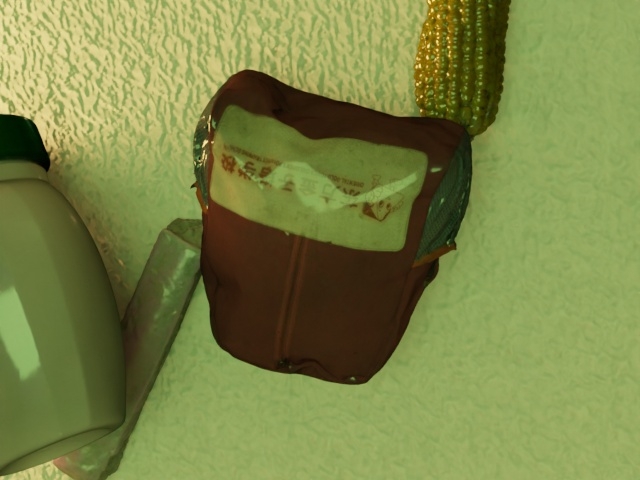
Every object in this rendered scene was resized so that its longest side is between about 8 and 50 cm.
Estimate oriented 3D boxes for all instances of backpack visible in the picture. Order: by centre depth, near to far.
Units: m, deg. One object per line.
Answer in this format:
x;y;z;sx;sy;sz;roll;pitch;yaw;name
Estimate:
0.000;0.000;1.311;0.283;0.197;0.317;16;118;11;backpack

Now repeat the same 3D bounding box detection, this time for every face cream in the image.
-0.349;0.063;1.353;0.220;0.312;0.357;-16;78;-28;face cream

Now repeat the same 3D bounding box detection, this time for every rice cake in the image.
-0.215;0.135;1.446;0.073;0.056;0.365;28;104;5;rice cake

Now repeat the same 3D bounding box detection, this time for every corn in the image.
0.156;-0.255;1.290;0.097;0.097;0.319;9;98;11;corn
